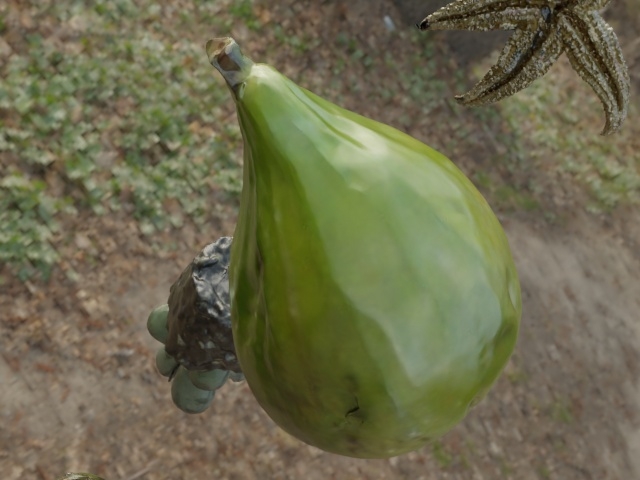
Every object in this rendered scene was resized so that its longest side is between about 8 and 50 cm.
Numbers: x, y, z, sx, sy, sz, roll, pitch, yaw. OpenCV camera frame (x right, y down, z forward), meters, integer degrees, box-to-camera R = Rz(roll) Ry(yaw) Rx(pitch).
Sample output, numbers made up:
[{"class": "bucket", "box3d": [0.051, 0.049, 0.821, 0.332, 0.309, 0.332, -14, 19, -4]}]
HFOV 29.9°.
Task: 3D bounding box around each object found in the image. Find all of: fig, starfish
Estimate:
[{"class": "fig", "box3d": [0.012, 0.027, 0.856, 0.314, 0.233, 0.233, 39, 31, -50]}, {"class": "starfish", "box3d": [0.208, -0.201, 1.077, 0.240, 0.227, 0.043, 63, 25, -3]}]

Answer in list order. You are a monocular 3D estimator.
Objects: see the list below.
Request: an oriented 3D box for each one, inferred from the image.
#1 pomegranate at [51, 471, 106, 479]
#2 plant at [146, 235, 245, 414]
[{"class": "pomegranate", "box3d": [-0.316, 0.375, 1.573, 0.114, 0.114, 0.142, -1, 73, -59]}, {"class": "plant", "box3d": [-0.130, 0.112, 1.436, 0.149, 0.274, 0.146, 25, 56, -10]}]
